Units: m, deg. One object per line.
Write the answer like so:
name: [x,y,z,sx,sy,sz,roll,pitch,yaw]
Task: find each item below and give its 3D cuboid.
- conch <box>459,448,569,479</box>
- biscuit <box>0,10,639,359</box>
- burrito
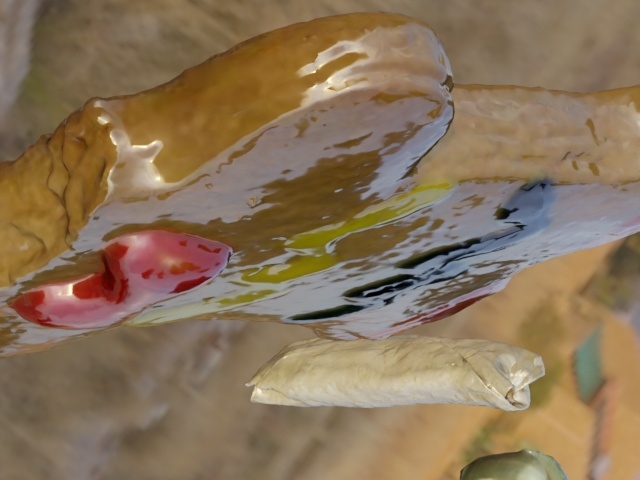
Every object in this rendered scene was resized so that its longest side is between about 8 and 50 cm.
conch: [0.214,0.303,1.810,0.188,0.175,0.122,-89,-164,-60]
biscuit: [0.000,0.000,0.955,0.368,0.076,0.394,-26,161,40]
burrito: [0.060,0.114,1.597,0.082,0.275,0.059,-44,124,-45]
